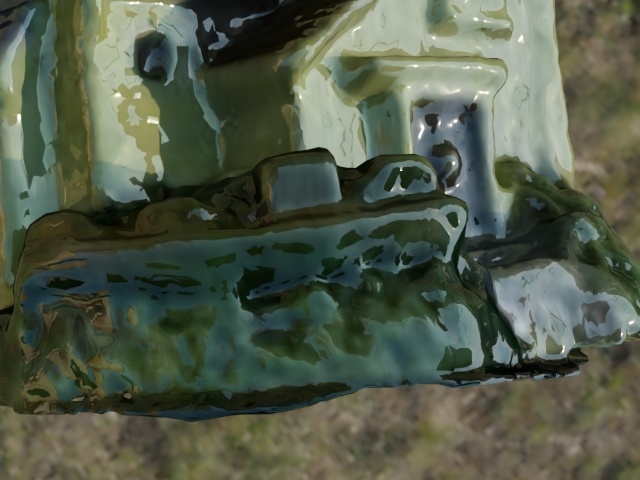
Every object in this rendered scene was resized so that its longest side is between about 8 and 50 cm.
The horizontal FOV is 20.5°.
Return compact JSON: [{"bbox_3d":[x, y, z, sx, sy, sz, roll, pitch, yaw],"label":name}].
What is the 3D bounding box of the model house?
[{"bbox_3d":[-0.024,-0.066,0.735,0.261,0.266,0.321,-9,175,44],"label":"model house"}]
